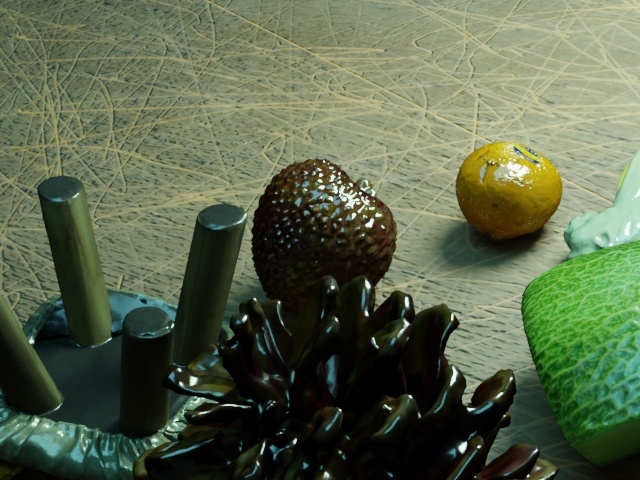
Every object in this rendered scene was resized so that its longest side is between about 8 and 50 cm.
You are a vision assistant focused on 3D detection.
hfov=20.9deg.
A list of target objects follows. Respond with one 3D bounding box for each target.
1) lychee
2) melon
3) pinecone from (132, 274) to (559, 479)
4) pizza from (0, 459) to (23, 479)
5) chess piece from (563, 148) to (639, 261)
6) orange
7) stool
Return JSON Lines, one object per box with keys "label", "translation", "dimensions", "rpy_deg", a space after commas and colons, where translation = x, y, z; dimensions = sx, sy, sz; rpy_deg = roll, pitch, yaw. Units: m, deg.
{"label": "lychee", "translation": [0.001, -0.005, 2.143], "dimensions": [0.194, 0.194, 0.194], "rpy_deg": [-11, 34, 7]}
{"label": "melon", "translation": [0.407, 0.103, 1.828], "dimensions": [0.343, 0.226, 0.331], "rpy_deg": [-25, 16, 9]}
{"label": "pinecone", "translation": [0.017, 0.213, 1.616], "dimensions": [0.398, 0.398, 0.398], "rpy_deg": [-11, 34, 7]}
{"label": "pizza", "translation": [-0.423, 0.262, 2.038], "dimensions": [0.134, 0.056, 0.271], "rpy_deg": [-24, 33, -9]}
{"label": "chess piece", "translation": [0.402, -0.050, 2.085], "dimensions": [0.298, 0.176, 0.176], "rpy_deg": [-40, 40, -19]}
{"label": "orange", "translation": [0.234, -0.062, 2.187], "dimensions": [0.135, 0.117, 0.135], "rpy_deg": [28, 24, -14]}
{"label": "stool", "translation": [-0.251, 0.099, 2.016], "dimensions": [0.310, 0.226, 0.310], "rpy_deg": [9, 36, 18]}
